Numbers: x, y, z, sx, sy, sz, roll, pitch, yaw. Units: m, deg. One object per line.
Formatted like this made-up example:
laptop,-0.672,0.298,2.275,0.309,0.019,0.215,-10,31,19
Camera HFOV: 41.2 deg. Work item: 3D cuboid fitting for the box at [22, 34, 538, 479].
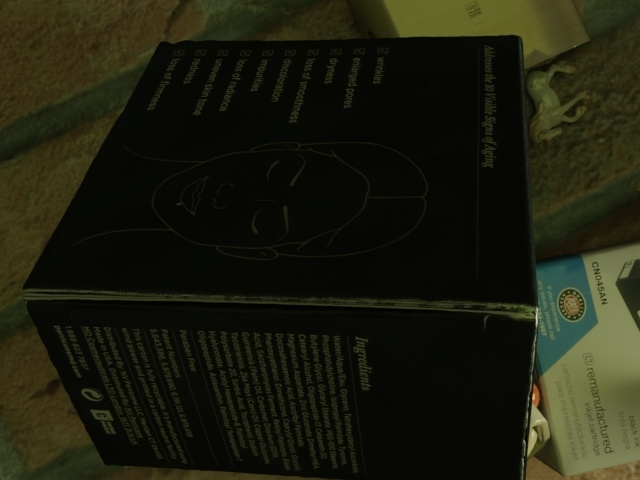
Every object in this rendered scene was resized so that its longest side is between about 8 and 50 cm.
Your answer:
box,0.000,0.000,0.996,0.472,0.297,0.480,0,42,11

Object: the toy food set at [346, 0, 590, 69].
toy food set,0.218,-0.333,1.258,0.306,0.092,0.219,-24,92,0

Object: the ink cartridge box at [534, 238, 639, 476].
ink cartridge box,0.475,0.137,1.189,0.395,0.166,0.285,-12,86,-1

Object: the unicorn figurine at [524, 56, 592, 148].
unicorn figurine,0.348,-0.207,1.277,0.111,0.060,0.162,-22,66,-4

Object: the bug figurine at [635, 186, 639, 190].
bug figurine,0.573,-0.106,1.163,0.216,0.072,0.279,16,44,35

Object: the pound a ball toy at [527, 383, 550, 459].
pound a ball toy,0.189,0.170,1.105,0.136,0.208,0.319,-34,56,-3
